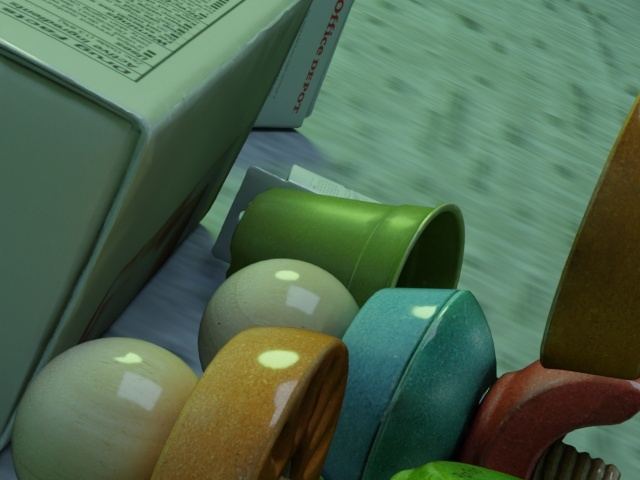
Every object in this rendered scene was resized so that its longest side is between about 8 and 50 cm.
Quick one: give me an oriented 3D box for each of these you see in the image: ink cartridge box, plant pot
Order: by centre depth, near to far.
[{"bbox_3d":[0.006,0.013,0.792,0.079,0.083,0.083,18,16,20],"label":"plant pot"},{"bbox_3d":[0.000,0.000,0.845,0.083,0.048,0.028,25,19,-2],"label":"ink cartridge box"},{"bbox_3d":[-0.045,-0.109,1.018,0.052,0.088,0.122,33,20,31],"label":"ink cartridge box"}]

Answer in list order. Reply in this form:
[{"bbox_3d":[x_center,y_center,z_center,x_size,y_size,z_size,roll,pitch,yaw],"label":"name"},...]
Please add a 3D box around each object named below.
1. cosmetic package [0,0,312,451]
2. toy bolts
[{"bbox_3d":[-0.114,-0.053,0.723,0.153,0.129,0.296,27,18,3],"label":"cosmetic package"},{"bbox_3d":[0.023,0.028,0.606,0.158,0.218,0.228,23,0,13],"label":"toy bolts"}]
